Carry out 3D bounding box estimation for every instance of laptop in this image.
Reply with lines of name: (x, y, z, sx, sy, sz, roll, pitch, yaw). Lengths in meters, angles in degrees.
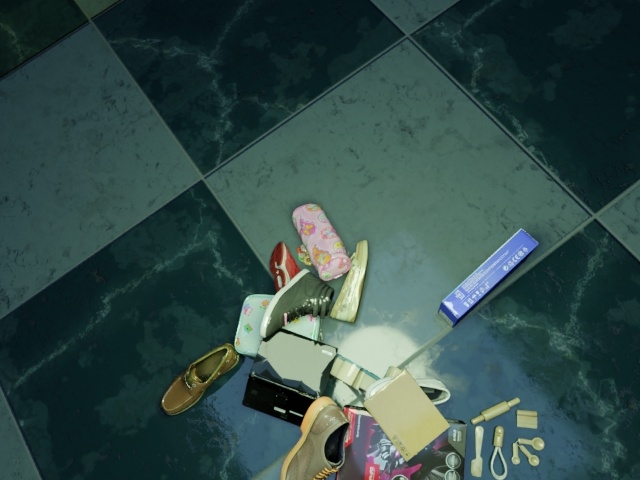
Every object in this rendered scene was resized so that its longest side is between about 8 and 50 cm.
laptop: (-0.099, 0.430, 1.614, 0.234, 0.265, 0.137, 19, 37, 4)

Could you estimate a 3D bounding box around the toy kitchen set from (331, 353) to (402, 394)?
toy kitchen set: (0.137, 0.418, 1.649, 0.207, 0.166, 0.122, 36, 77, -20)

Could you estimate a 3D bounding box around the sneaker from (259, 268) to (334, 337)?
sneaker: (-0.059, 0.208, 1.582, 0.146, 0.105, 0.296, 24, 43, 19)

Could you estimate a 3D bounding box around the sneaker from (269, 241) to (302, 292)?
sneaker: (-0.099, 0.109, 1.787, 0.087, 0.128, 0.221, -44, 37, 34)

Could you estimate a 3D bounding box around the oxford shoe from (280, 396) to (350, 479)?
oxford shoe: (-0.015, 0.650, 1.499, 0.132, 0.129, 0.364, 24, 100, 49)

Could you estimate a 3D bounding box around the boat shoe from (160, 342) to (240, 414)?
boat shoe: (-0.407, 0.444, 1.685, 0.307, 0.104, 0.110, -43, 71, -8)

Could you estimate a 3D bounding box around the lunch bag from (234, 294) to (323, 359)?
lunch bag: (-0.129, 0.290, 1.701, 0.278, 0.108, 0.224, 6, 68, 8)

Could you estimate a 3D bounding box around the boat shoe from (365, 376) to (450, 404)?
boat shoe: (0.266, 0.461, 1.557, 0.257, 0.084, 0.095, -5, 92, -15)

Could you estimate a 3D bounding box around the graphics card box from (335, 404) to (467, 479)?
graphics card box: (0.237, 0.633, 1.532, 0.370, 0.094, 0.233, 6, 78, 7)

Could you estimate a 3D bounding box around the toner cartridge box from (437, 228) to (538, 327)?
toner cartridge box: (0.528, 0.124, 1.643, 0.347, 0.165, 0.075, -41, 71, -8)

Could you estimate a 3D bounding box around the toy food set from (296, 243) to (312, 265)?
toy food set: (-0.043, 0.043, 1.821, 0.082, 0.020, 0.083, 39, 80, 18)

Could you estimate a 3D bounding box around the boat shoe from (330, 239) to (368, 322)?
boat shoe: (0.103, 0.129, 1.728, 0.089, 0.105, 0.286, 11, 74, 8)

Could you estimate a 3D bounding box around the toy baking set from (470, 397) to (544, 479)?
toy baking set: (0.550, 0.598, 1.548, 0.256, 0.030, 0.197, -21, 70, 0)

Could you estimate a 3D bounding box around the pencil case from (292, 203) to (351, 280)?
pencil case: (0.000, 0.000, 1.740, 0.124, 0.124, 0.284, -27, 51, -2)

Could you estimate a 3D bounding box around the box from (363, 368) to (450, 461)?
box: (0.249, 0.505, 1.496, 0.164, 0.021, 0.201, -38, 77, -2)
